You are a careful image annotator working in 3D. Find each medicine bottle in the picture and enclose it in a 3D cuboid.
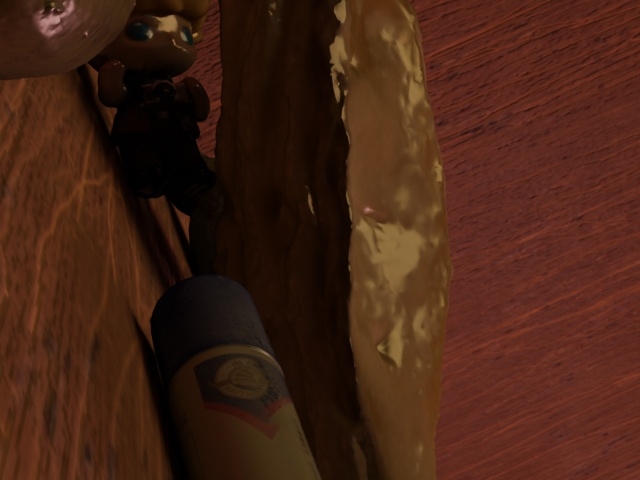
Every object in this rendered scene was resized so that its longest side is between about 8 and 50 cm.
[{"bbox_3d":[-0.033,0.099,0.627,0.231,0.059,0.059,-116,-178,-55],"label":"medicine bottle"}]

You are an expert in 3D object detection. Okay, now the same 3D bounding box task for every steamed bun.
[{"bbox_3d":[0.000,0.000,1.018,0.247,0.189,0.428,-4,87,-55],"label":"steamed bun"}]

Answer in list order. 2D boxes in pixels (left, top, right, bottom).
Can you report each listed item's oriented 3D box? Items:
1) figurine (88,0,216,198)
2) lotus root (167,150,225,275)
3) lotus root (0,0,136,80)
[{"bbox_3d":[-0.128,-0.127,1.013,0.108,0.114,0.196,118,-37,-60],"label":"figurine"},{"bbox_3d":[-0.040,0.027,1.271,0.322,0.140,0.158,62,-3,31],"label":"lotus root"},{"bbox_3d":[-0.107,-0.100,0.477,0.183,0.077,0.090,-105,178,-79],"label":"lotus root"}]
